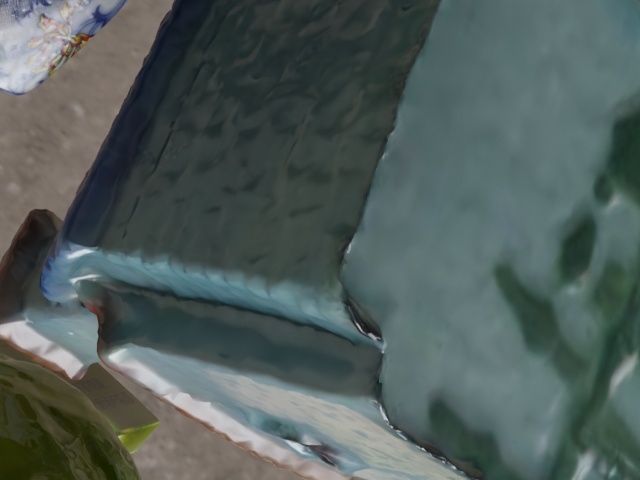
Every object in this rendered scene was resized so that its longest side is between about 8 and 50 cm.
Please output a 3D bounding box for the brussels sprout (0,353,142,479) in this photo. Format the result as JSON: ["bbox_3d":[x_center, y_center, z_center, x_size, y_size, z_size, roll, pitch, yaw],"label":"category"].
[{"bbox_3d":[-0.244,0.215,1.036,0.344,0.344,0.268,-39,151,-11],"label":"brussels sprout"}]

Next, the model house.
[{"bbox_3d":[0.000,0.000,0.898,0.295,0.329,0.252,35,63,-42],"label":"model house"}]

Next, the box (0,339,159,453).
[{"bbox_3d":[-0.285,0.072,1.499,0.043,0.311,0.173,-50,168,9],"label":"box"}]

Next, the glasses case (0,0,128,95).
[{"bbox_3d":[-0.144,-0.201,1.145,0.248,0.065,0.087,-50,130,2],"label":"glasses case"}]
